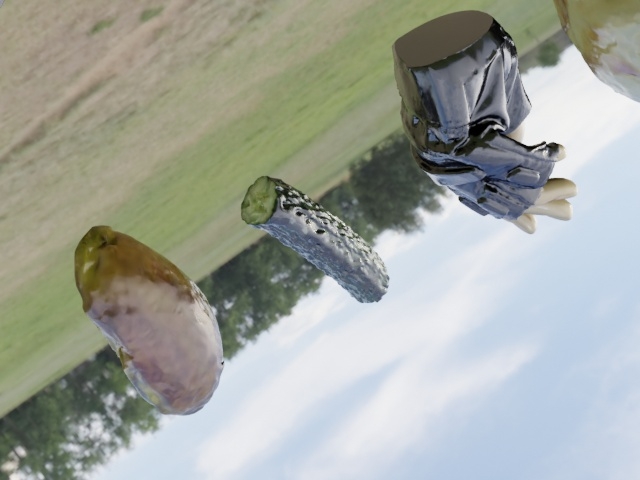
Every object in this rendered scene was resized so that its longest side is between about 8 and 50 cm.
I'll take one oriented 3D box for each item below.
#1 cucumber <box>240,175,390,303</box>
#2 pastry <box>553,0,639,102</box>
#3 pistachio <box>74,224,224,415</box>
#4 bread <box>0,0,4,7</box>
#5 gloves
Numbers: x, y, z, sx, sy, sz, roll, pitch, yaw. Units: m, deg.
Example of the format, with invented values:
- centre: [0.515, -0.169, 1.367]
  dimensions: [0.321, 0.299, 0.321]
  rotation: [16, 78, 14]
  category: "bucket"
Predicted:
- centre: [0.000, 0.000, 0.756]
  dimensions: [0.058, 0.187, 0.058]
  rotation: [-24, -132, 30]
  category: "cucumber"
- centre: [0.395, -0.334, 0.794]
  dimensions: [0.388, 0.312, 0.389]
  rotation: [20, 90, -74]
  category: "pastry"
- centre: [-0.119, 0.059, 0.594]
  dimensions: [0.049, 0.173, 0.090]
  rotation: [-9, -151, 34]
  category: "pistachio"
- centre: [-0.294, -0.360, 0.611]
  dimensions: [0.370, 0.191, 0.314]
  rotation: [130, -31, -52]
  category: "bread"
- centre: [0.134, -0.079, 0.621]
  dimensions: [0.124, 0.204, 0.164]
  rotation: [-7, -147, 24]
  category: "gloves"
